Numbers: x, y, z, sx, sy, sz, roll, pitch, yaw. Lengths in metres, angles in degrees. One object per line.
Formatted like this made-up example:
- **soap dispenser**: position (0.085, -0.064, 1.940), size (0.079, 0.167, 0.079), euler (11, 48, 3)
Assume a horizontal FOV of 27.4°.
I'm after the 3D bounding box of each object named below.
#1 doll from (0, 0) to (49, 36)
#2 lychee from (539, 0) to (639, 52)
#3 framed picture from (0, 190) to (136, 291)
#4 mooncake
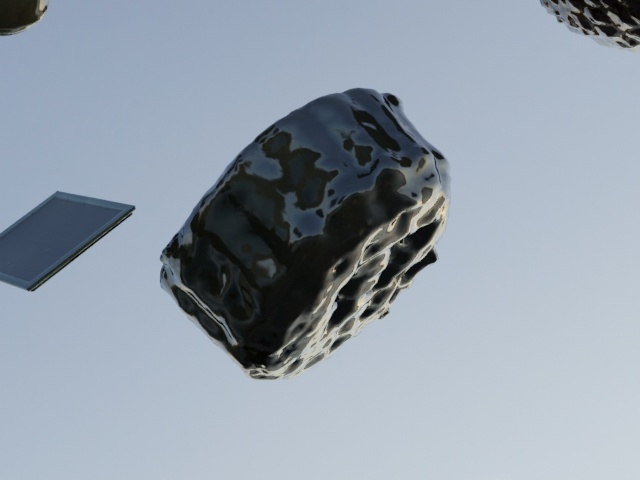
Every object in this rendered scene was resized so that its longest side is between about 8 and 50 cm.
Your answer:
- **doll**: position (-0.310, -0.290, 0.932), size (0.330, 0.235, 0.174), euler (28, -33, -1)
- **lychee**: position (0.280, -0.271, 1.058), size (0.260, 0.260, 0.260), euler (-5, -34, -4)
- **framed picture**: position (-0.287, -0.001, 1.369), size (0.183, 0.142, 0.011), euler (10, -46, 53)
- **mooncake**: position (0.000, 0.000, 0.972), size (0.228, 0.124, 0.228), euler (-36, -20, -15)
